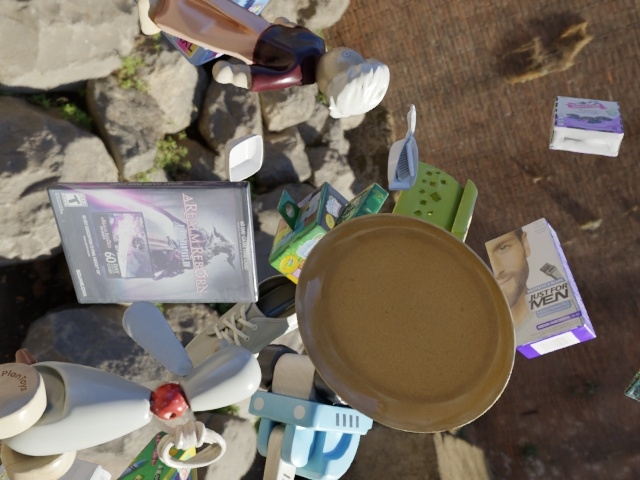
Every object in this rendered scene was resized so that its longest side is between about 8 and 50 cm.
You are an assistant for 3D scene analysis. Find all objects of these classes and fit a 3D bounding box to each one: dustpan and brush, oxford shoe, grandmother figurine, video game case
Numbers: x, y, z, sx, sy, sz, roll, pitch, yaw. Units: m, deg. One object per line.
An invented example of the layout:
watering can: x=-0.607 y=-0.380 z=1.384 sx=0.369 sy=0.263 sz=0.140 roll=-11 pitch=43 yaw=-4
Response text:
dustpan and brush: x=0.219 y=-0.235 z=1.438 sx=0.147 sy=0.060 sz=0.211 roll=-9 pitch=94 yaw=-59
oxford shoe: x=-0.199 y=0.229 z=1.404 sx=0.169 sy=0.449 sz=0.130 roll=50 pitch=-8 yaw=24
grandmother figurine: x=-0.072 y=-0.260 z=0.759 sx=0.104 sy=0.342 sz=0.207 roll=104 pitch=14 yaw=-53
video game case: x=-0.234 y=0.007 z=0.822 sx=0.026 sy=0.274 sz=0.196 roll=-88 pitch=177 yaw=-59

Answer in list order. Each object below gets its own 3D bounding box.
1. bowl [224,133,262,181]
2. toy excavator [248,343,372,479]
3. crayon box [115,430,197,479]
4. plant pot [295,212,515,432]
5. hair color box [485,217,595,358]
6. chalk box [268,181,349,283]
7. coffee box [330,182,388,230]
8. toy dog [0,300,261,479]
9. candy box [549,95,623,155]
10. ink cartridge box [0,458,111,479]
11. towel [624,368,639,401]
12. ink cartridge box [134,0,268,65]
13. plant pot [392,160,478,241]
bowl: x=-0.251 y=-0.269 z=1.799 sx=0.142 sy=0.053 sz=0.142 roll=-34 pitch=145 yaw=-37
toy excavator: x=-0.059 y=0.444 z=1.178 sx=0.433 sy=0.222 sz=0.445 roll=29 pitch=66 yaw=-52
crayon box: x=-0.311 y=0.487 z=0.974 sx=0.278 sy=0.081 sz=0.165 roll=-48 pitch=142 yaw=-65
plant pot: x=0.082 y=0.084 z=0.585 sx=0.032 sy=0.236 sz=0.236 roll=-29 pitch=103 yaw=-56
hair color box: x=0.591 y=0.127 z=1.550 sx=0.110 sy=0.185 sz=0.338 roll=37 pitch=37 yaw=-41
chalk box: x=0.000 y=0.000 z=1.361 sx=0.289 sy=0.179 sz=0.180 roll=39 pitch=34 yaw=-19
coffee box: x=0.057 y=-0.024 z=1.138 sx=0.040 sy=0.113 sz=0.184 roll=39 pitch=62 yaw=-10
toy dog: x=-0.263 y=0.179 z=0.724 sx=0.334 sy=0.220 sz=0.161 roll=7 pitch=36 yaw=-32
candy box: x=0.708 y=-0.310 z=1.520 sx=0.196 sy=0.165 sz=0.070 roll=-62 pitch=156 yaw=-48
ink cartridge box: x=-0.559 y=0.512 z=1.111 sx=0.189 sy=0.232 sz=0.066 roll=-64 pitch=143 yaw=-41
towel: x=0.739 y=0.220 z=0.975 sx=0.040 sy=0.271 sz=0.370 roll=-43 pitch=153 yaw=-44
ink cartridge box: x=-0.188 y=-0.554 z=1.017 sx=0.270 sy=0.395 sz=0.151 roll=47 pitch=41 yaw=-9
plant pot: x=0.334 y=-0.066 z=1.669 sx=0.227 sy=0.207 sz=0.228 roll=84 pitch=26 yaw=-55
